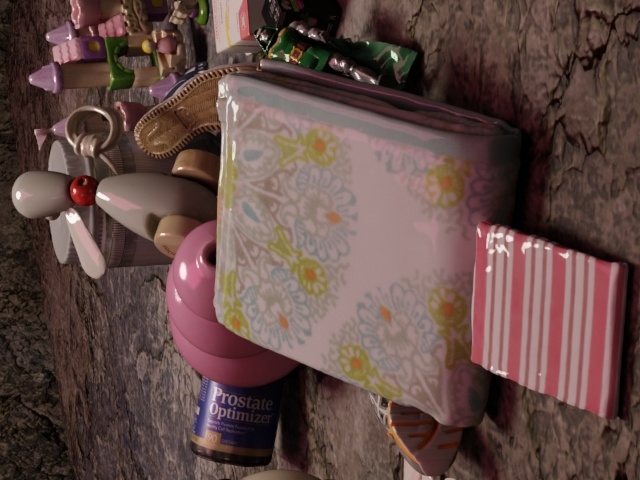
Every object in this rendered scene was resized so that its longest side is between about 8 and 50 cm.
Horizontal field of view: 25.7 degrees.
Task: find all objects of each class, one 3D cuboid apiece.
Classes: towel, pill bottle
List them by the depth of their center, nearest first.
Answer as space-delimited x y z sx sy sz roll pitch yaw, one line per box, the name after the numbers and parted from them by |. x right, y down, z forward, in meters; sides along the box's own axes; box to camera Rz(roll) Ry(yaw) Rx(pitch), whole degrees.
0.209 0.068 1.288 0.197 0.029 0.144 21 114 53 | towel
0.037 -0.007 1.501 0.374 0.090 0.320 20 118 36 | towel
-0.112 0.208 2.033 0.123 0.123 0.219 -166 86 -68 | pill bottle

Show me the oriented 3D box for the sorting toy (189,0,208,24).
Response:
-0.214 -0.412 2.346 0.061 0.042 0.102 -133 44 -59 | sorting toy

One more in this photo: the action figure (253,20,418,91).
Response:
-0.003 -0.202 1.641 0.232 0.063 0.137 34 94 42 | action figure

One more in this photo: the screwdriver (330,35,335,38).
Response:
0.028 -0.179 1.783 0.025 0.024 0.170 29 -132 -80 | screwdriver

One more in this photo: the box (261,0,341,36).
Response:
-0.025 -0.294 1.805 0.052 0.083 0.062 110 150 -43 | box

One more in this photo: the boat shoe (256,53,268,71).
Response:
-0.035 -0.154 1.729 0.324 0.123 0.116 -115 37 -58 | boat shoe

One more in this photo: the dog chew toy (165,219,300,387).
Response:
-0.109 0.070 1.819 0.332 0.207 0.206 75 -176 -70 | dog chew toy

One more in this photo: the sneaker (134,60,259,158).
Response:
-0.150 -0.226 2.128 0.282 0.153 0.099 -21 110 39 | sneaker

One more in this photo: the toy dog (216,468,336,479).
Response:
-0.025 0.430 1.613 0.408 0.285 0.395 -129 37 -58 | toy dog

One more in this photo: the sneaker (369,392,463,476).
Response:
0.103 0.194 1.558 0.215 0.084 0.083 -109 21 -57 | sneaker

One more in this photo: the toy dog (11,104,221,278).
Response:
-0.268 -0.041 2.054 0.334 0.220 0.161 24 155 29 | toy dog

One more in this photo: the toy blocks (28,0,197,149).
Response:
-0.362 -0.301 2.338 0.309 0.260 0.288 136 125 -63 | toy blocks

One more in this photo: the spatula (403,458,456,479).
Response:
0.132 0.372 1.589 0.168 0.019 0.242 -174 77 -68 | spatula

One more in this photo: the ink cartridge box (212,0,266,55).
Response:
-0.110 -0.338 2.046 0.198 0.067 0.115 172 94 -70 | ink cartridge box

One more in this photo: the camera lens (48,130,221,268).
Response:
-0.286 -0.067 2.259 0.219 0.274 0.219 177 90 -69 | camera lens

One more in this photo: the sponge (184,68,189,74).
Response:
-0.231 -0.185 2.442 0.117 0.031 0.210 -130 41 -58 | sponge
